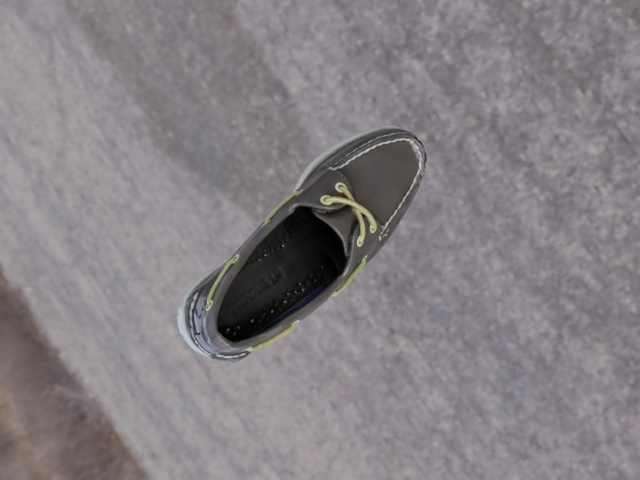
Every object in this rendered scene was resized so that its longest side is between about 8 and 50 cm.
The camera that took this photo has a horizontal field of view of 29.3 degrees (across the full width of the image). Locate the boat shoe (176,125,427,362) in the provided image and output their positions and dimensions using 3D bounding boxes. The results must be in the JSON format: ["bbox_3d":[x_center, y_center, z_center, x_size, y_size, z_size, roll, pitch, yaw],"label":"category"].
[{"bbox_3d":[0.000,0.000,0.863,0.081,0.228,0.068,50,163,-12],"label":"boat shoe"}]
